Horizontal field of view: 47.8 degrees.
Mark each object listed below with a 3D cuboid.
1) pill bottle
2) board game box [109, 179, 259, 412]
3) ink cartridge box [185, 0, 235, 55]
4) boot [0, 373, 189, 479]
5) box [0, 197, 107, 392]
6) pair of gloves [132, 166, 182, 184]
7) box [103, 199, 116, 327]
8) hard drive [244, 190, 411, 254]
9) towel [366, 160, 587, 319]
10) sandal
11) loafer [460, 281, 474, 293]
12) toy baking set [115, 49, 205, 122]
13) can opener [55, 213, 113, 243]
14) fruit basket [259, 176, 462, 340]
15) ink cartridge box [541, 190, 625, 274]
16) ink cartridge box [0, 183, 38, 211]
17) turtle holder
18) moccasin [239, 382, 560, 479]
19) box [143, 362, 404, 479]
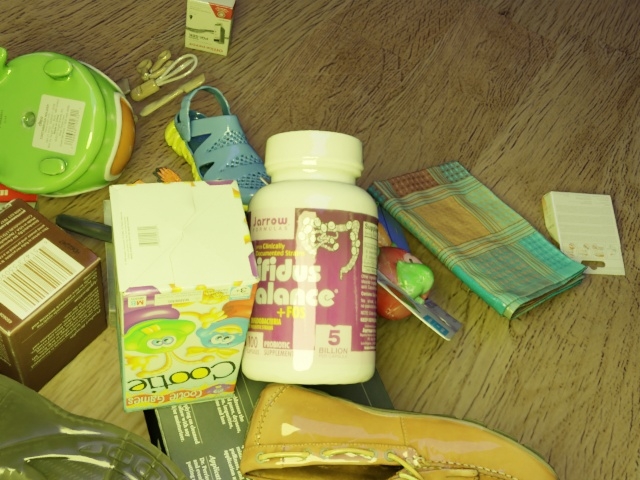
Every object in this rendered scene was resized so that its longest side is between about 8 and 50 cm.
[{"bbox_3d":[-0.012,0.023,0.908,0.169,0.169,0.301,2,83,-12],"label":"pill bottle"},{"bbox_3d":[-0.169,0.074,0.856,0.142,0.275,0.144,-4,54,-17],"label":"board game box"},{"bbox_3d":[-0.241,-0.479,1.576,0.099,0.135,0.056,11,55,-6],"label":"ink cartridge box"},{"bbox_3d":[-0.294,0.322,0.858,0.377,0.284,0.138,25,51,7],"label":"boot"},{"bbox_3d":[-0.434,0.086,1.054,0.167,0.203,0.168,33,53,12],"label":"box"},{"bbox_3d":[-0.301,-0.103,1.354,0.074,0.010,0.083,38,55,15],"label":"pair of gloves"},{"bbox_3d":[-0.272,0.030,1.232,0.183,0.056,0.231,-2,54,-17],"label":"box"},{"bbox_3d":[0.000,0.000,1.332,0.319,0.040,0.210,-3,55,-17],"label":"hard drive"},{"bbox_3d":[0.298,-0.018,1.370,0.271,0.040,0.370,-18,53,-40],"label":"towel"},{"bbox_3d":[-0.182,-0.173,1.321,0.126,0.138,0.317,-14,48,-41],"label":"sandal"},{"bbox_3d":[0.331,0.076,1.348,0.148,0.056,0.050,-11,51,-21],"label":"loafer"},{"bbox_3d":[-0.337,-0.301,1.394,0.197,0.030,0.256,-48,43,-14],"label":"toy baking set"},{"bbox_3d":[-0.339,-0.012,1.179,0.186,0.059,0.073,11,78,8],"label":"can opener"},{"bbox_3d":[0.085,0.020,1.141,0.353,0.327,0.165,35,96,14],"label":"fruit basket"},{"bbox_3d":[0.543,-0.011,1.491,0.145,0.045,0.179,3,71,-13],"label":"ink cartridge box"},{"bbox_3d":[-0.575,-0.052,1.221,0.181,0.056,0.224,-2,55,-16],"label":"ink cartridge box"},{"bbox_3d":[-0.470,-0.181,1.245,0.320,0.227,0.243,-19,81,18],"label":"turtle holder"},{"bbox_3d":[0.094,0.276,0.857,0.380,0.139,0.147,15,52,-2],"label":"moccasin"},{"bbox_3d":[-0.061,0.294,1.006,0.312,0.179,0.343,-11,57,-20],"label":"box"}]
